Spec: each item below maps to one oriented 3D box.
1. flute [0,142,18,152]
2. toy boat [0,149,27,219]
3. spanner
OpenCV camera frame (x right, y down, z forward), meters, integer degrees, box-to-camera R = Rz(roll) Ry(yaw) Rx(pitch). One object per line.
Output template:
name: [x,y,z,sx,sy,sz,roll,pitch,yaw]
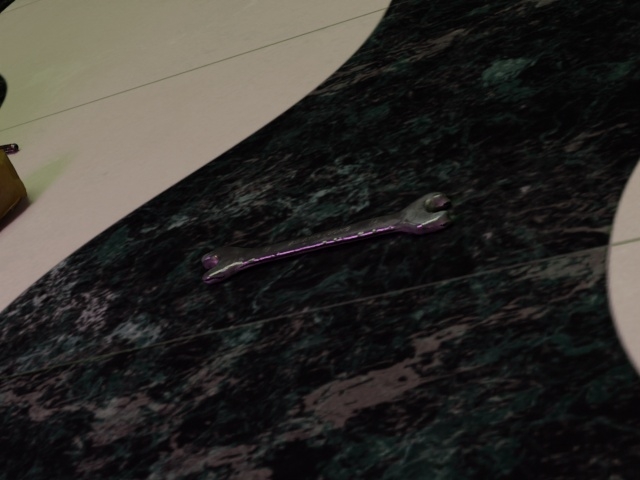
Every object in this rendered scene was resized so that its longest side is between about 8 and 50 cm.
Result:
flute: [-0.515,-0.118,1.875,0.270,0.014,0.014,-4,33,38]
toy boat: [-0.469,-0.003,1.530,0.115,0.089,0.310,-6,33,42]
spanner: [0.000,0.000,1.173,0.255,0.015,0.054,-14,30,25]
